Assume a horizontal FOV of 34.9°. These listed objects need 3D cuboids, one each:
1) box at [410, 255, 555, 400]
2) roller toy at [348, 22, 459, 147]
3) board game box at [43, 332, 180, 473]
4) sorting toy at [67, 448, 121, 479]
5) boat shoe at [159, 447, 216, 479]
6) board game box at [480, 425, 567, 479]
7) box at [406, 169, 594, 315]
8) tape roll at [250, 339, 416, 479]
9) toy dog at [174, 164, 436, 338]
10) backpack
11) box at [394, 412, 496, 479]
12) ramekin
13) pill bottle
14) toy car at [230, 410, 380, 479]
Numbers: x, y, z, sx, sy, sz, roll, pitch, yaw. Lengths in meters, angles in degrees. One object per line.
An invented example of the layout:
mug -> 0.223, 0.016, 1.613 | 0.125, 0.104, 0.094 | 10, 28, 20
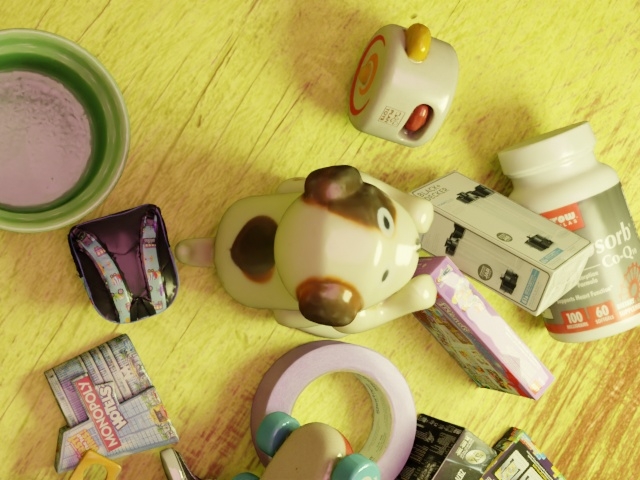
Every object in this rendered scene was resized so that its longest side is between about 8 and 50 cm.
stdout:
box -> 0.251, 0.149, 1.772 | 0.057, 0.201, 0.293 | -46, 103, -14
roller toy -> 0.134, -0.266, 1.743 | 0.146, 0.209, 0.191 | 16, 90, -17
board game box -> -0.356, 0.278, 1.635 | 0.194, 0.060, 0.194 | -27, 97, -18
sorting toy -> -0.419, 0.490, 1.579 | 0.196, 0.047, 0.348 | 21, 93, -20
boat shoe -> -0.195, 0.426, 1.682 | 0.070, 0.078, 0.219 | -29, 106, -17
board game box -> 0.370, 0.454, 1.887 | 0.141, 0.048, 0.170 | -44, 102, -13
box -> 0.292, -0.003, 1.729 | 0.169, 0.290, 0.087 | -25, 138, -47
tape roll -> 0.022, 0.310, 1.749 | 0.275, 0.090, 0.275 | 1, 88, -19
toy dog -> 0.000, 0.000, 1.580 | 0.395, 0.408, 0.284 | 14, 84, -18
backpack -> -0.310, 0.041, 1.625 | 0.158, 0.117, 0.173 | -19, 94, -19
box -> 0.199, 0.390, 1.758 | 0.077, 0.180, 0.147 | 39, 77, -14
ramekin -> -0.454, -0.161, 1.564 | 0.303, 0.148, 0.303 | 0, 89, -19
pill bottle -> 0.458, -0.016, 1.843 | 0.210, 0.210, 0.363 | -23, 96, -18
toy car -> 0.015, 0.417, 1.622 | 0.238, 0.219, 0.210 | 38, 76, -44
